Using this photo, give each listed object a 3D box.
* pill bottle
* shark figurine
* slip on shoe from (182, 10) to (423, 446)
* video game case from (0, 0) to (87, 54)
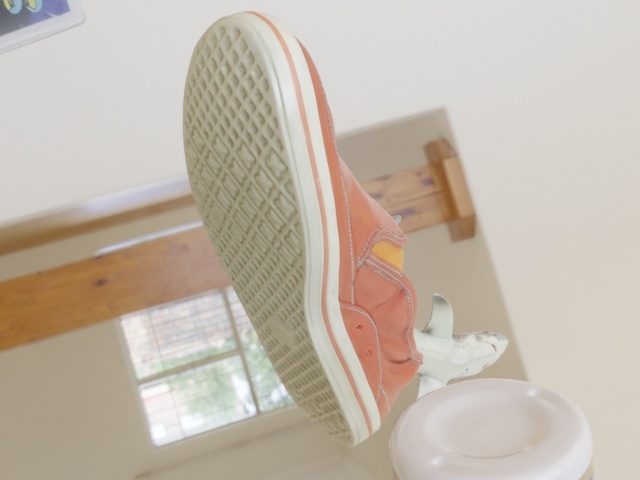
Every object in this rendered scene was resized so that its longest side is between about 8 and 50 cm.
[{"bbox_3d":[0.091,0.163,0.404,0.094,0.169,0.094,-8,-161,3],"label":"pill bottle"},{"bbox_3d":[0.083,0.097,0.972,0.166,0.278,0.116,-51,-159,-14],"label":"shark figurine"},{"bbox_3d":[0.000,0.000,0.526,0.101,0.331,0.123,-40,-137,-25],"label":"slip on shoe"},{"bbox_3d":[-0.204,-0.135,0.289,0.201,0.183,0.023,-32,-144,-30],"label":"video game case"}]
